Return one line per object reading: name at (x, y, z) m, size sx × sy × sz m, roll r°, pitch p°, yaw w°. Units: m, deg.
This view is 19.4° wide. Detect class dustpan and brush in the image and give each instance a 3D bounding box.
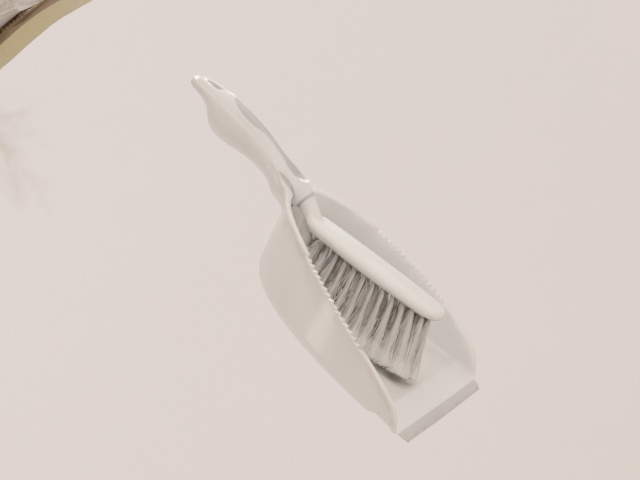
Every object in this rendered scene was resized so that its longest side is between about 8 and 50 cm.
dustpan and brush at (0.000, 0.000, 0.959) m, size 0.211 × 0.060 × 0.147 m, roll 40°, pitch -162°, yaw 11°

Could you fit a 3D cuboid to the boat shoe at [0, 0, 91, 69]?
boat shoe at (-0.135, -0.129, 0.699) m, size 0.302 × 0.103 × 0.113 m, roll -19°, pitch -123°, yaw 32°
